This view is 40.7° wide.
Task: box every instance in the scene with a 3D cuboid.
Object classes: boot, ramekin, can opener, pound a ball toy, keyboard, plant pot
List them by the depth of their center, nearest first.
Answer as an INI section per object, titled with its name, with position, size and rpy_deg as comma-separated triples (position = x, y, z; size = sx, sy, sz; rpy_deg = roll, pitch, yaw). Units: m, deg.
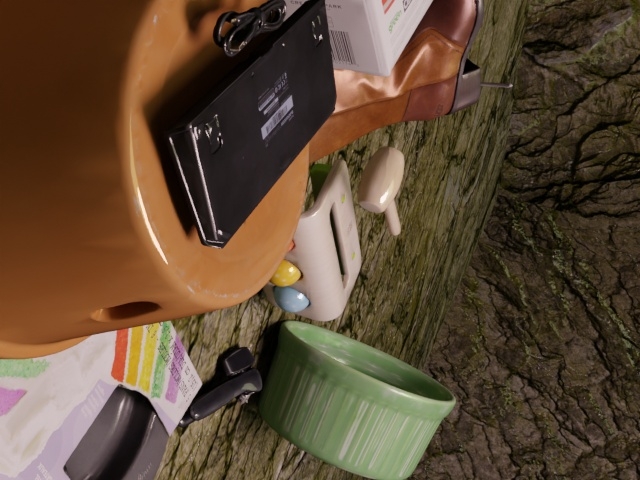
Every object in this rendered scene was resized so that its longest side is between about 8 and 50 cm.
[keyboard]
position = -0.035, -0.087, 0.496
size = 0.180, 0.023, 0.108
rpy_deg = -57, 147, -48
[plant pot]
position = -0.139, -0.064, 0.541
size = 0.291, 0.204, 0.290
rpy_deg = 1, 90, -65
[pound a ball toy]
position = 0.000, 0.000, 1.126
size = 0.319, 0.208, 0.135
rpy_deg = 78, 33, -58
[boot]
position = 0.071, -0.257, 1.145
size = 0.281, 0.096, 0.264
rpy_deg = -19, 133, -14
[can opener]
position = -0.140, 0.208, 1.173
size = 0.059, 0.073, 0.186
rpy_deg = -38, 177, 30
[ramekin]
position = 0.048, 0.257, 1.382
size = 0.148, 0.303, 0.303
rpy_deg = -67, 163, 3

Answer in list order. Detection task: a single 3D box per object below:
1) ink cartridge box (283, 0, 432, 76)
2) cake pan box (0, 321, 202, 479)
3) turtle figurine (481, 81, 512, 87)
[ink cartridge box]
position = 0.055, -0.386, 0.933
size = 0.309, 0.130, 0.271
rpy_deg = -60, 149, -30
[cake pan box]
position = -0.215, 0.126, 0.708
size = 0.245, 0.070, 0.266
rpy_deg = -58, 142, -42
[turtle figurine]
position = 0.189, -0.337, 1.344
size = 0.197, 0.275, 0.266
rpy_deg = 60, 16, -25
